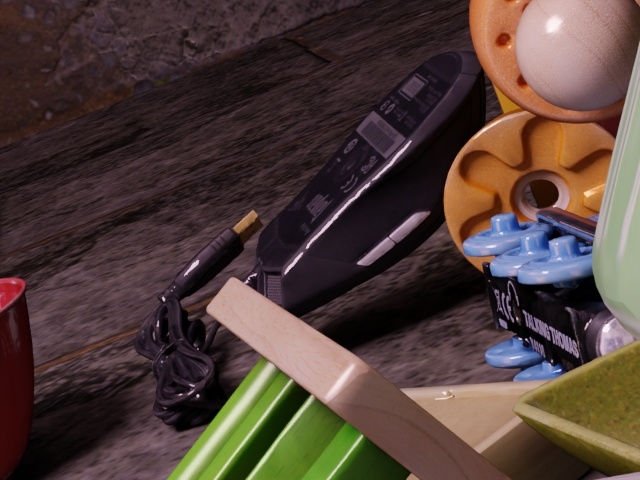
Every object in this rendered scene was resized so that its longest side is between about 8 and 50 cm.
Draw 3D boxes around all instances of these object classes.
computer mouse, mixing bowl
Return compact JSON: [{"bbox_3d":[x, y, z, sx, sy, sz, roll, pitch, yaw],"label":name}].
[{"bbox_3d":[0.000,0.000,1.122,0.262,0.060,0.184,-48,17,-2],"label":"computer mouse"},{"bbox_3d":[-0.226,0.100,1.070,0.181,0.098,0.181,-19,11,4],"label":"mixing bowl"}]

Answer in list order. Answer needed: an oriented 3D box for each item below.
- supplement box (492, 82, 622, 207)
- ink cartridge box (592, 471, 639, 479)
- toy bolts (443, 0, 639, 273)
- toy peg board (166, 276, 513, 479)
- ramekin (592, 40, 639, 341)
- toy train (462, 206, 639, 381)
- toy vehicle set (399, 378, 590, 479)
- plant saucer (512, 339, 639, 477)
[{"bbox_3d":[0.207,-0.093,1.125,0.194,0.129,0.191,-19,12,11],"label":"supplement box"},{"bbox_3d":[0.070,0.104,0.391,0.150,0.109,0.063,-5,3,-35],"label":"ink cartridge box"},{"bbox_3d":[0.170,-0.040,0.950,0.229,0.218,0.158,13,24,-1],"label":"toy bolts"},{"bbox_3d":[0.026,0.098,0.576,0.079,0.161,0.161,-52,15,-3],"label":"toy peg board"},{"bbox_3d":[0.203,-0.014,0.404,0.303,0.148,0.303,17,5,-2],"label":"ramekin"},{"bbox_3d":[0.129,0.025,0.861,0.105,0.080,0.184,-13,8,-7],"label":"toy train"},{"bbox_3d":[-0.033,0.128,0.755,0.166,0.035,0.267,-8,17,48],"label":"toy vehicle set"},{"bbox_3d":[0.188,0.053,0.689,0.188,0.045,0.188,-23,12,-15],"label":"plant saucer"}]
